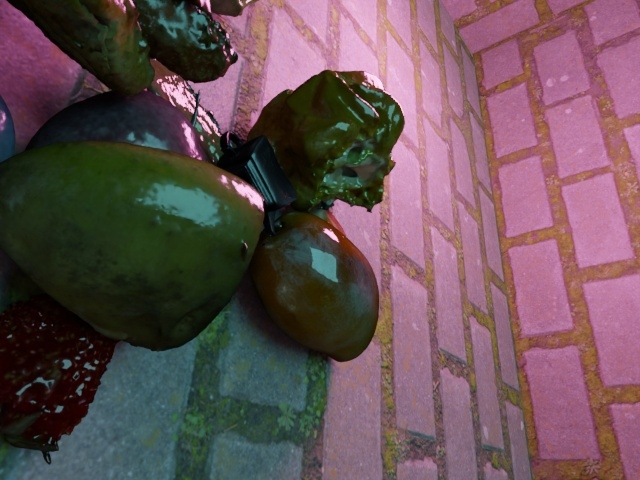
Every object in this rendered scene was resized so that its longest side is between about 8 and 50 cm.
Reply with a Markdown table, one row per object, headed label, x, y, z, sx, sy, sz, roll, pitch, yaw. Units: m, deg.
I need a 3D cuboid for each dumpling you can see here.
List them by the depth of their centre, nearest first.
| label | x | y | z | sx | sy | sz | roll | pitch | yaw |
| --- | --- | --- | --- | --- | --- | --- | --- | --- | --- |
| dumpling | -0.206 | -0.133 | 0.805 | 0.166 | 0.086 | 0.332 | -28 | 99 | -74 |

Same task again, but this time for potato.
| label | x | y | z | sx | sy | sz | roll | pitch | yaw |
| --- | --- | --- | --- | --- | --- | --- | --- | --- | --- |
| potato | -0.230 | 0.014 | 0.525 | 0.255 | 0.269 | 0.112 | 28 | 24 | -39 |

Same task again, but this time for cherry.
| label | x | y | z | sx | sy | sz | roll | pitch | yaw |
| --- | --- | --- | --- | --- | --- | --- | --- | --- | --- |
| cherry | -0.249 | -0.089 | 0.638 | 0.266 | 0.183 | 0.213 | -26 | 91 | -35 |

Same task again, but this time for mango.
| label | x | y | z | sx | sy | sz | roll | pitch | yaw |
| --- | --- | --- | --- | --- | --- | --- | --- | --- | --- |
| mango | 0.007 | 0.104 | 0.918 | 0.221 | 0.199 | 0.384 | -78 | 150 | -44 |

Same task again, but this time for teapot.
| label | x | y | z | sx | sy | sz | roll | pitch | yaw |
| --- | --- | --- | --- | --- | --- | --- | --- | --- | --- |
| teapot | -0.111 | -0.088 | 0.769 | 0.177 | 0.087 | 0.096 | 63 | 25 | -18 |

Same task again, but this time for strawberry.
| label | x | y | z | sx | sy | sz | roll | pitch | yaw |
| --- | --- | --- | --- | --- | --- | --- | --- | --- | --- |
| strawberry | -0.306 | 0.123 | 0.545 | 0.167 | 0.087 | 0.208 | 43 | 42 | -35 |

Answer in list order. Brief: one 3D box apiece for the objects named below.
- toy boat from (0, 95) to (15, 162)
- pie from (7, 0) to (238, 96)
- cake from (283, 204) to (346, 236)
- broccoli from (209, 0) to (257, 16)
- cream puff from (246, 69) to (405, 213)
| label | x | y | z | sx | sy | sz | roll | pitch | yaw |
| --- | --- | --- | --- | --- | --- | --- | --- | --- | --- |
| toy boat | -0.417 | -0.068 | 0.410 | 0.330 | 0.123 | 0.215 | -41 | 118 | -52 |
| pie | -0.308 | -0.357 | 0.509 | 0.418 | 0.180 | 0.395 | 42 | -6 | 20 |
| cake | 0.017 | -0.006 | 1.071 | 0.225 | 0.090 | 0.109 | 29 | 49 | -47 |
| broccoli | -0.155 | -0.579 | 0.980 | 0.269 | 0.261 | 0.242 | 141 | -36 | -83 |
| cream puff | 0.007 | -0.211 | 0.960 | 0.323 | 0.274 | 0.270 | -6 | 121 | -50 |
